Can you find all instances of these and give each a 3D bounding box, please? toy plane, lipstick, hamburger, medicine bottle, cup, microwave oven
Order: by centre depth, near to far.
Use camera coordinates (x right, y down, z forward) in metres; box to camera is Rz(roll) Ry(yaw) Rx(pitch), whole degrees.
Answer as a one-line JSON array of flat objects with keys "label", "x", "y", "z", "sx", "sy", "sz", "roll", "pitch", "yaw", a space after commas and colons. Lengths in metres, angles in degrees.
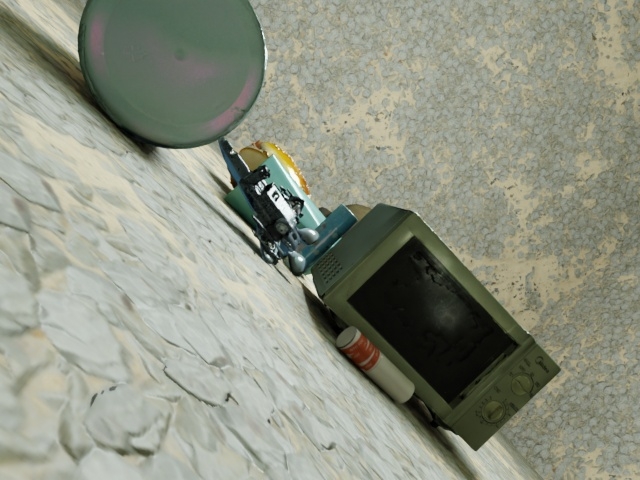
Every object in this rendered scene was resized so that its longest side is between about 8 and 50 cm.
[{"label": "lipstick", "x": 0.078, "y": 0.176, "z": 0.742, "sx": 0.131, "sy": 0.038, "sz": 0.038, "roll": 46, "pitch": 1, "yaw": -18}, {"label": "medicine bottle", "x": -0.218, "y": -0.269, "z": 0.813, "sx": 0.245, "sy": 0.245, "sz": 0.290, "roll": 45, "pitch": -1, "yaw": -18}, {"label": "toy plane", "x": -0.085, "y": -0.065, "z": 0.849, "sx": 0.246, "sy": 0.078, "sz": 0.169, "roll": 63, "pitch": 32, "yaw": -29}, {"label": "microwave oven", "x": 0.169, "y": 0.137, "z": 0.909, "sx": 0.355, "sy": 0.218, "sz": 0.286, "roll": 45, "pitch": 0, "yaw": -10}, {"label": "lipstick", "x": 0.000, "y": 0.000, "z": 1.006, "sx": 0.048, "sy": 0.158, "sz": 0.048, "roll": 46, "pitch": 2, "yaw": -2}, {"label": "cup", "x": -0.067, "y": -0.048, "z": 1.077, "sx": 0.236, "sy": 0.148, "sz": 0.134, "roll": 47, "pitch": -26, "yaw": -13}, {"label": "hamburger", "x": -0.109, "y": -0.127, "z": 1.229, "sx": 0.237, "sy": 0.147, "sz": 0.237, "roll": 44, "pitch": -16, "yaw": 16}]

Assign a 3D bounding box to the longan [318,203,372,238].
[{"label": "longan", "x": 0.095, "y": 0.023, "z": 1.491, "sx": 0.300, "sy": 0.243, "sz": 0.300, "roll": 35, "pitch": -18, "yaw": 13}]
